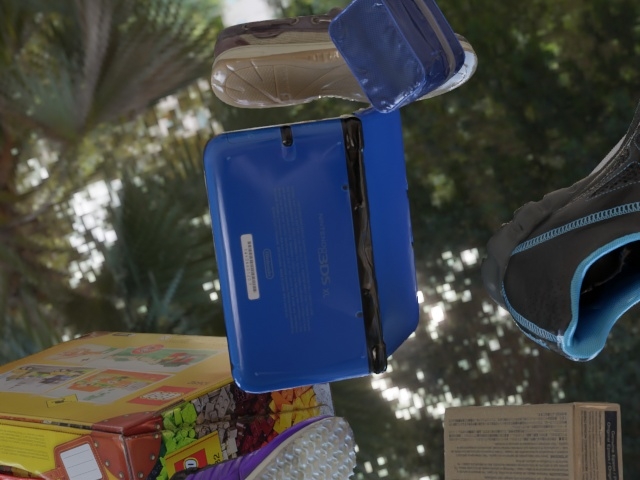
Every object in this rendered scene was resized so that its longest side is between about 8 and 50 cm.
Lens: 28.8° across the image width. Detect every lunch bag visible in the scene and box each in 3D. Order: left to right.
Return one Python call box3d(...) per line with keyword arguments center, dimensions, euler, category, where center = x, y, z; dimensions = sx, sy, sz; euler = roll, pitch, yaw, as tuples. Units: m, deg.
box3d(center=(0.059, -0.156, 0.961), dimensions=(0.065, 0.098, 0.067), euler=(-28, 178, -43), category="lunch bag")

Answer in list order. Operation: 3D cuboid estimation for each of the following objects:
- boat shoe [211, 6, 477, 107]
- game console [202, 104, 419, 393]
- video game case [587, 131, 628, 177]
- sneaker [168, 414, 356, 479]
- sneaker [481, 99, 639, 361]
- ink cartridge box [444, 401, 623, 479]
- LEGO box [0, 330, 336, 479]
box3d(center=(0.024, -0.205, 1.343), dimensions=(0.285, 0.103, 0.092), euler=(-5, -122, -2), category="boat shoe")
box3d(center=(0.000, 0.000, 1.430), dimensions=(0.250, 0.293, 0.173), euler=(-8, -169, -8), category="game console")
box3d(center=(0.450, -0.071, 1.772), dimensions=(0.201, 0.183, 0.023), euler=(-45, -138, -19), category="video game case")
box3d(center=(-0.095, 0.273, 1.362), dimensions=(0.293, 0.102, 0.146), euler=(-34, -152, -35), category="sneaker")
box3d(center=(0.288, -0.039, 1.004), dimensions=(0.341, 0.125, 0.139), euler=(-48, -153, 10), category="sneaker")
box3d(center=(0.258, 0.297, 1.532), dimensions=(0.088, 0.193, 0.235), euler=(6, 170, -35), category="ink cartridge box")
box3d(center=(-0.279, 0.272, 1.734), dimensions=(0.500, 0.193, 0.372), euler=(-1, -167, 42), category="LEGO box")
